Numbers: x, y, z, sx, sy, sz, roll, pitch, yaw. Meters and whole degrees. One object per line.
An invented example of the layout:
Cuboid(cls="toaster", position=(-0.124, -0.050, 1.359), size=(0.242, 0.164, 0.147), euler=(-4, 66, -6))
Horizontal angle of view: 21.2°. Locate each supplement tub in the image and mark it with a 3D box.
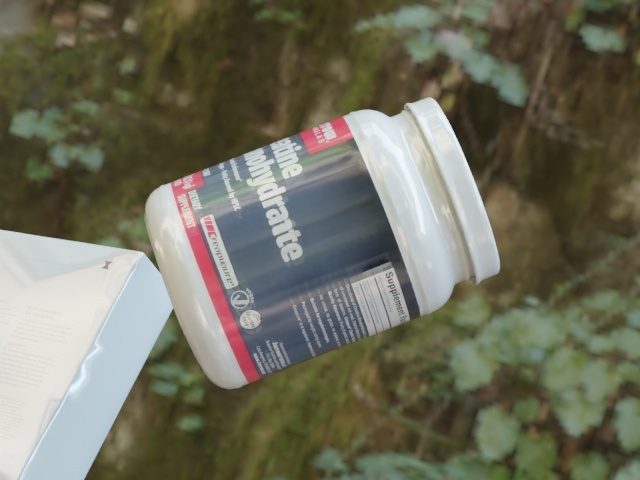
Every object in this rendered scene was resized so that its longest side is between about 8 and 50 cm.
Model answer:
Cuboid(cls="supplement tub", position=(0.000, 0.000, 1.493), size=(0.272, 0.191, 0.191), euler=(-21, -1, -1))

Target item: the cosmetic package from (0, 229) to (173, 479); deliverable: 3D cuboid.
Cuboid(cls="cosmetic package", position=(-0.373, 0.127, 1.811), size=(0.377, 0.284, 0.097), euler=(9, -28, 33))
